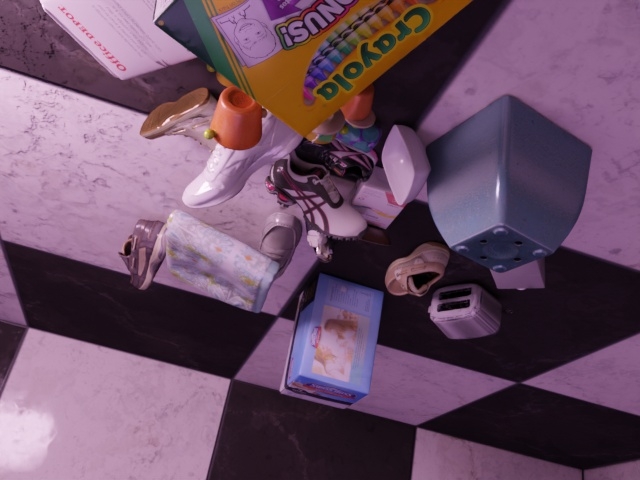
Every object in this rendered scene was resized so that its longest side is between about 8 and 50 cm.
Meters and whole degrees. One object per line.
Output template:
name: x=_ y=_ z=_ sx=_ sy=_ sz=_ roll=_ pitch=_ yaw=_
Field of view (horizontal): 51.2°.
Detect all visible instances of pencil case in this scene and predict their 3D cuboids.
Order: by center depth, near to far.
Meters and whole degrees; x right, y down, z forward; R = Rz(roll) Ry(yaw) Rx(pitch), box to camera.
pencil case: x=0.049 y=-0.236 z=1.374 sx=0.152 sy=0.064 sz=0.070 roll=23 pitch=-165 yaw=-19

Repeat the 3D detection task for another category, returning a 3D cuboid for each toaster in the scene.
toaster: x=0.435 y=0.210 z=1.990 sx=0.227 sy=0.129 sz=0.146 roll=-13 pitch=141 yaw=40

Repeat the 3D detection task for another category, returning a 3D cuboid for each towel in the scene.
towel: x=-0.285 y=0.075 z=1.880 sx=0.321 sy=0.090 sz=0.374 roll=26 pitch=155 yaw=-2

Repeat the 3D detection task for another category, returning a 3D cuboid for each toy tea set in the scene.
toy tea set: x=-0.058 y=-0.242 z=1.269 sx=0.337 sy=0.199 sz=0.124 roll=10 pitch=144 yaw=-8

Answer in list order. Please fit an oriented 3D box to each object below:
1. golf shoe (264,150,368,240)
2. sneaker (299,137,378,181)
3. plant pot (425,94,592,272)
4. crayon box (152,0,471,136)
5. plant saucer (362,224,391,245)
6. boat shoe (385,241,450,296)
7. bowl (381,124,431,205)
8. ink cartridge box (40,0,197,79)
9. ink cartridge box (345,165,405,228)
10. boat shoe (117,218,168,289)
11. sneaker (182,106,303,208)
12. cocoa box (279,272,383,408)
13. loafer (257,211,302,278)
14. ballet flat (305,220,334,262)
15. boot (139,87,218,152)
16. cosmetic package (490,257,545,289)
golf shoe: x=-0.001 y=-0.100 z=1.544 sx=0.273 sy=0.105 sz=0.120 roll=32 pitch=134 yaw=4
sneaker: x=0.039 y=-0.182 z=1.466 sx=0.178 sy=0.077 sz=0.072 roll=15 pitch=151 yaw=-6
plant pot: x=0.365 y=-0.084 z=1.340 sx=0.248 sy=0.252 sz=0.247 roll=25 pitch=150 yaw=-23
crayon box: x=-0.007 y=-0.365 z=0.986 sx=0.363 sy=0.106 sz=0.313 roll=-35 pitch=131 yaw=28
plant saucer: x=0.088 y=-0.034 z=1.684 sx=0.199 sy=0.036 sz=0.198 roll=16 pitch=-173 yaw=-2
boat shoe: x=0.264 y=0.105 z=1.887 sx=0.109 sy=0.098 sz=0.302 roll=19 pitch=151 yaw=-15
bowl: x=0.183 y=-0.159 z=1.407 sx=0.053 sy=0.141 sz=0.142 roll=-9 pitch=155 yaw=-15
ink cartridge box: x=-0.290 y=-0.407 z=1.128 sx=0.283 sy=0.117 sz=0.207 roll=-7 pitch=147 yaw=30
ink cartridge box: x=0.130 y=-0.093 z=1.606 sx=0.116 sy=0.067 sz=0.198 roll=16 pitch=152 yaw=-8
boat shoe: x=-0.541 y=0.031 z=2.048 sx=0.130 sy=0.132 sz=0.355 roll=28 pitch=141 yaw=-10
sneaker: x=-0.187 y=-0.192 z=1.414 sx=0.305 sy=0.114 sz=0.152 roll=-38 pitch=126 yaw=6
cocoa box: x=0.037 y=0.318 z=2.102 sx=0.232 sy=0.346 sz=0.228 roll=18 pitch=151 yaw=-11
loafer: x=-0.119 y=0.025 z=1.869 sx=0.112 sy=0.111 sz=0.319 roll=13 pitch=152 yaw=-2
ballet flat: x=0.000 y=0.000 z=1.824 sx=0.074 sy=0.074 sz=0.203 roll=4 pitch=151 yaw=14
boot: x=-0.277 y=-0.239 z=1.477 sx=0.213 sy=0.077 sz=0.165 roll=-16 pitch=143 yaw=31
cosmetic package: x=0.484 y=0.029 z=1.668 sx=0.127 sy=0.107 sz=0.238 roll=-2 pitch=152 yaw=23
